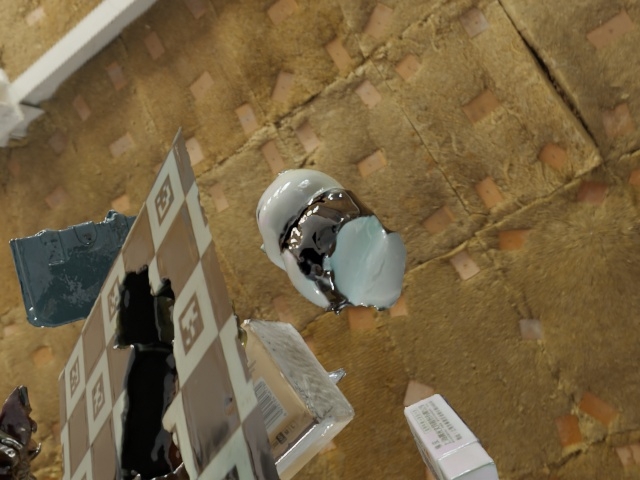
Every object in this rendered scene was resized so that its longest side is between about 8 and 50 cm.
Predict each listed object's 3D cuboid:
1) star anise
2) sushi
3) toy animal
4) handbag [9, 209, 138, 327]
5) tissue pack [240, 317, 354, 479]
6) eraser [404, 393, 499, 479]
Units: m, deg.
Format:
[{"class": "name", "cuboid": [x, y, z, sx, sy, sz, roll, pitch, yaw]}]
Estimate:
[{"class": "star anise", "cuboid": [-0.515, 0.375, 1.028, 0.088, 0.288, 0.288, 6, -86, -12]}, {"class": "sushi", "cuboid": [-0.123, 0.154, 0.497, 0.359, 0.064, 0.343, -54, -139, 31]}, {"class": "toy animal", "cuboid": [0.000, 0.000, 0.754, 0.138, 0.166, 0.179, -41, -133, -17]}, {"class": "handbag", "cuboid": [-0.404, 0.044, 1.094, 0.062, 0.229, 0.179, -3, -81, 52]}, {"class": "tissue pack", "cuboid": [-0.107, 0.314, 1.071, 0.238, 0.238, 0.305, 46, -75, 16]}, {"class": "eraser", "cuboid": [0.235, 0.386, 1.100, 0.086, 0.287, 0.130, -20, -80, -4]}]
